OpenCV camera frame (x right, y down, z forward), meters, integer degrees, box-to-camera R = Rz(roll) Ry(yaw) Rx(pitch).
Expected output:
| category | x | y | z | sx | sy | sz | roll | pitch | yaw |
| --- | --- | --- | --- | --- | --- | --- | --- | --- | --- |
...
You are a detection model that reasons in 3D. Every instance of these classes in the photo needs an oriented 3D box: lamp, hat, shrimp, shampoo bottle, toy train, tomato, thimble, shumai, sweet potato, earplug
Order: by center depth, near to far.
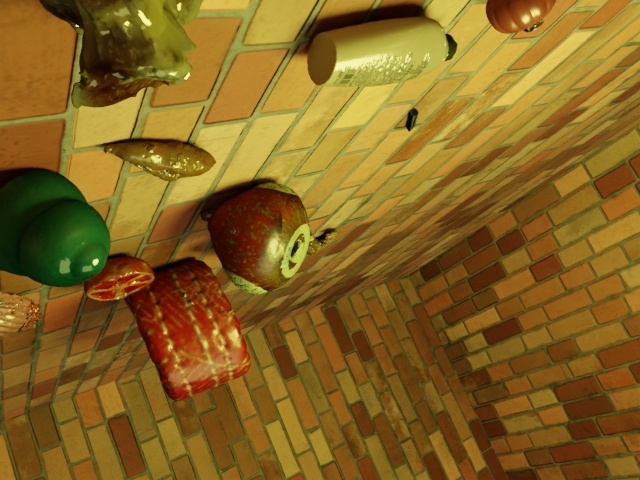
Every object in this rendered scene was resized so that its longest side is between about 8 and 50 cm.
| category | x | y | z | sx | sy | sz | roll | pitch | yaw |
| --- | --- | --- | --- | --- | --- | --- | --- | --- | --- |
| shumai | -0.172 | -0.211 | 0.558 | 0.161 | 0.153 | 0.209 | -15 | 168 | -11 |
| shampoo bottle | 0.105 | -0.282 | 0.909 | 0.256 | 0.078 | 0.127 | -14 | 158 | -32 |
| earplug | -0.425 | 0.009 | 0.918 | 0.164 | 0.280 | 0.258 | -39 | 142 | -40 |
| lamp | 0.306 | -0.364 | 0.920 | 0.107 | 0.092 | 0.107 | -32 | -159 | 14 |
| sweet potato | -0.243 | -0.126 | 0.950 | 0.205 | 0.060 | 0.068 | 8 | 115 | -49 |
| hat | -0.662 | 0.151 | 1.166 | 0.236 | 0.107 | 0.286 | -18 | 164 | 16 |
| toy train | 0.198 | -0.259 | 1.305 | 0.017 | 0.017 | 0.083 | -31 | 167 | -6 |
| tomato | -0.446 | 0.074 | 1.334 | 0.155 | 0.069 | 0.155 | -20 | 165 | -6 |
| thimble | -0.345 | 0.225 | 1.553 | 0.230 | 0.350 | 0.350 | -22 | 167 | -19 |
| shrimp | -0.003 | -0.003 | 1.902 | 0.132 | 0.052 | 0.187 | -40 | 172 | 11 |

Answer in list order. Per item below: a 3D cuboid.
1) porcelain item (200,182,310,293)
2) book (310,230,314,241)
| category | x | y | z | sx | sy | sz | roll | pitch | yaw |
| --- | --- | --- | --- | --- | --- | --- | --- | --- | --- |
| porcelain item | -0.150 | -0.017 | 1.301 | 0.252 | 0.253 | 0.253 | -23 | 167 | -6 |
| book | -0.127 | 0.021 | 1.571 | 0.228 | 0.018 | 0.322 | -24 | -173 | 0 |
